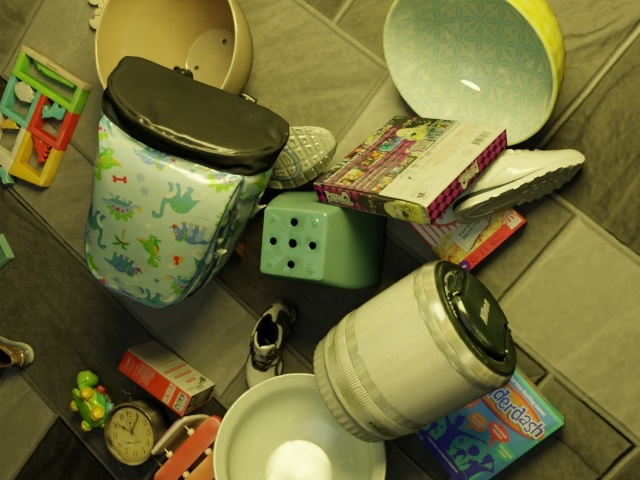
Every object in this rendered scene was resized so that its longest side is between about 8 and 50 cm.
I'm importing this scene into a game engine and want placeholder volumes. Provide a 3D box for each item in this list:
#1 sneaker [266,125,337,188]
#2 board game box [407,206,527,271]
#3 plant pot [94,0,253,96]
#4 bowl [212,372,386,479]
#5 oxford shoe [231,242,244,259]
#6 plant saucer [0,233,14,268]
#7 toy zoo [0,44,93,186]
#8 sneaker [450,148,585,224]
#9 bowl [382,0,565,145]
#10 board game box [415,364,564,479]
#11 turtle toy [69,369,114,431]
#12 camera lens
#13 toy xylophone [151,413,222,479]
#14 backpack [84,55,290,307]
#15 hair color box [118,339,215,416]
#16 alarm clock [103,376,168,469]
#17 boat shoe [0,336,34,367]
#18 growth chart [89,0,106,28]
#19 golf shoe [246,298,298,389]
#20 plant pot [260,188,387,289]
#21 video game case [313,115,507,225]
[{"bbox_3d":[-0.103,-0.141,1.196,0.297,0.129,0.111,-16,106,24],"label":"sneaker"},{"bbox_3d":[0.228,-0.054,1.125,0.147,0.045,0.193,-45,77,17],"label":"board game box"},{"bbox_3d":[-0.235,-0.341,1.209,0.284,0.191,0.284,1,94,20],"label":"plant pot"},{"bbox_3d":[-0.039,0.398,1.171,0.298,0.298,0.134,30,147,17],"label":"bowl"},{"bbox_3d":[-0.219,-0.046,1.287,0.212,0.076,0.076,42,66,4],"label":"oxford shoe"},{"bbox_3d":[-0.788,0.061,1.533,0.192,0.018,0.067,-33,81,18],"label":"plant saucer"},{"bbox_3d":[-0.630,-0.251,1.449,0.192,0.030,0.293,32,104,16],"label":"toy zoo"},{"bbox_3d":[0.302,-0.109,1.046,0.235,0.090,0.094,-17,61,-9],"label":"sneaker"},{"bbox_3d":[0.258,-0.305,1.026,0.289,0.289,0.156,33,60,16],"label":"bowl"},{"bbox_3d":[0.276,0.304,1.124,0.210,0.047,0.160,-45,77,16],"label":"board game box"},{"bbox_3d":[-0.484,0.337,1.404,0.095,0.066,0.130,-43,75,41],"label":"turtle toy"},{"bbox_3d":[0.153,0.178,1.061,0.274,0.219,0.219,-37,80,28],"label":"camera lens"},{"bbox_3d":[-0.170,0.459,1.284,0.323,0.081,0.236,38,104,15],"label":"toy xylophone"},{"bbox_3d":[-0.244,-0.064,1.080,0.290,0.273,0.355,24,139,-5],"label":"backpack"},{"bbox_3d":[-0.305,0.272,1.319,0.167,0.093,0.053,30,104,17],"label":"hair color box"},{"bbox_3d":[-0.381,0.375,1.369,0.129,0.064,0.192,-9,92,21],"label":"alarm clock"},{"bbox_3d":[-0.741,0.253,1.498,0.183,0.066,0.066,-1,92,21],"label":"boat shoe"},{"bbox_3d":[-0.403,-0.527,1.354,0.172,0.021,0.237,1,93,21],"label":"growth chart"},{"bbox_3d":[-0.109,0.208,1.243,0.077,0.094,0.198,17,100,18],"label":"golf shoe"},{"bbox_3d":[0.000,0.000,1.114,0.166,0.234,0.165,6,95,20],"label":"plant pot"},{"bbox_3d":[0.140,-0.118,1.024,0.210,0.232,0.041,15,135,39],"label":"video game case"}]
